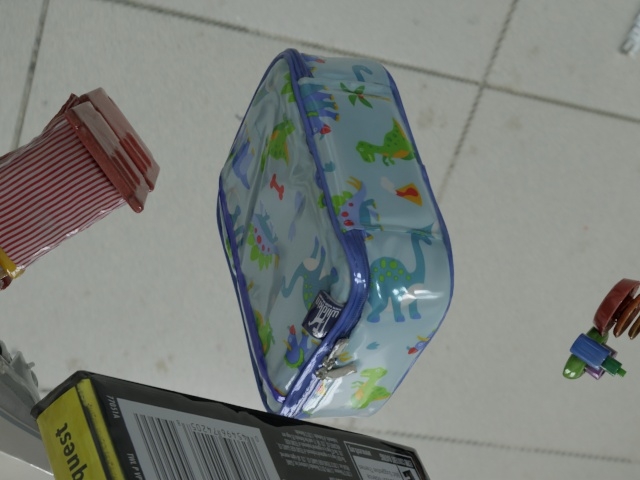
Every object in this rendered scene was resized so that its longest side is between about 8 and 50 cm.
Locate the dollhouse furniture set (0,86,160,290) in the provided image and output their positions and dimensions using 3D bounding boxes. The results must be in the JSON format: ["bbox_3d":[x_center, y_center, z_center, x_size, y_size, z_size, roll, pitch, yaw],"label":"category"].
[{"bbox_3d":[-0.348,-0.142,1.185,0.201,0.152,0.374,-34,103,10],"label":"dollhouse furniture set"}]

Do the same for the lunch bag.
[{"bbox_3d":[0.000,0.000,0.811,0.090,0.219,0.176,2,142,-24],"label":"lunch bag"}]

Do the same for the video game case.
[{"bbox_3d":[0.015,0.187,0.535,0.035,0.248,0.275,-39,147,19],"label":"video game case"}]

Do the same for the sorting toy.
[{"bbox_3d":[0.214,0.076,0.902,0.061,0.042,0.102,-35,153,-42],"label":"sorting toy"}]

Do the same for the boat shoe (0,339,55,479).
[{"bbox_3d":[-0.167,0.077,0.604,0.066,0.063,0.184,-8,146,28],"label":"boat shoe"}]
